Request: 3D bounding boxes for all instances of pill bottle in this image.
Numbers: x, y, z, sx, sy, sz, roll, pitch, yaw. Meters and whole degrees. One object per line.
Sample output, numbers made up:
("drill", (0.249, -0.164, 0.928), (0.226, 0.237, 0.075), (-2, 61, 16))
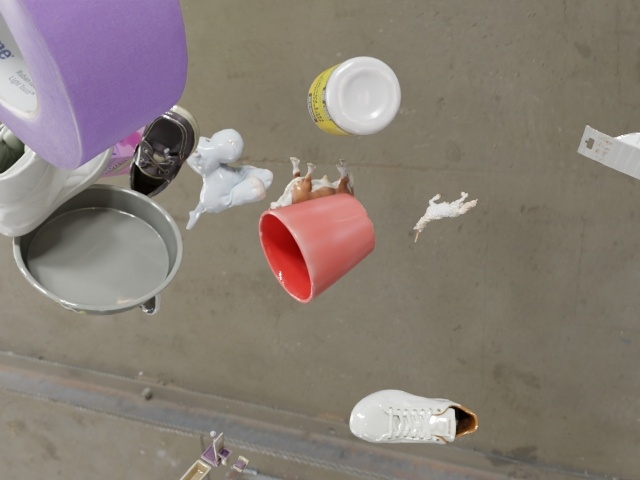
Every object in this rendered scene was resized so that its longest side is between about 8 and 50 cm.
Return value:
("pill bottle", (0.072, -0.370, 1.658), (0.188, 0.334, 0.187), (-2, 99, -13))

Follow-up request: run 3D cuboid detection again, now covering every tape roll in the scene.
("tape roll", (-0.212, -0.185, 0.418), (0.275, 0.090, 0.274), (37, 153, 23))

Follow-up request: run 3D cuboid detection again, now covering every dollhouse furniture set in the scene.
("dollhouse furniture set", (-0.202, 0.411, 1.150), (0.091, 0.114, 0.081), (23, 133, 23))

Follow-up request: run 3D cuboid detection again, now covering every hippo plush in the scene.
("hippo plush", (-0.315, -0.224, 1.937), (0.294, 0.234, 0.236), (-21, 113, 2))

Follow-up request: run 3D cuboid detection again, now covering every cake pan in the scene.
("cake pan", (-0.406, 0.018, 1.166), (0.293, 0.293, 0.054), (33, 137, 6))

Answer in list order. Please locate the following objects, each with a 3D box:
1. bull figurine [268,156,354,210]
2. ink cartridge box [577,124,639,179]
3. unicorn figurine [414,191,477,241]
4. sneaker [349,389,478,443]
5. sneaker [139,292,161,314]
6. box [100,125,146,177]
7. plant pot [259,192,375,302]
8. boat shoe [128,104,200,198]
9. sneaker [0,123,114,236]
("bull figurine", (-0.025, -0.157, 1.960), (0.101, 0.310, 0.188), (37, 124, 47))
("ink cartridge box", (0.653, -0.194, 1.346), (0.179, 0.145, 0.045), (32, 84, 21))
("unicorn figurine", (0.300, -0.072, 1.563), (0.162, 0.111, 0.060), (-24, 108, 46))
("sneaker", (0.203, 0.367, 1.302), (0.123, 0.290, 0.105), (-8, 79, 59))
("sneaker", (-0.472, 0.062, 1.425), (0.105, 0.147, 0.295), (-8, 110, 33))
("box", (-0.524, -0.278, 1.556), (0.117, 0.243, 0.213), (-28, 90, 26))
("plant pot", (0.000, 0.000, 1.745), (0.275, 0.243, 0.275), (45, 150, 36))
("boat shoe", (-0.315, -0.160, 1.231), (0.103, 0.092, 0.285), (29, 148, -15))
("sneaker", (-0.464, -0.157, 1.093), (0.108, 0.292, 0.169), (24, 142, 6))
